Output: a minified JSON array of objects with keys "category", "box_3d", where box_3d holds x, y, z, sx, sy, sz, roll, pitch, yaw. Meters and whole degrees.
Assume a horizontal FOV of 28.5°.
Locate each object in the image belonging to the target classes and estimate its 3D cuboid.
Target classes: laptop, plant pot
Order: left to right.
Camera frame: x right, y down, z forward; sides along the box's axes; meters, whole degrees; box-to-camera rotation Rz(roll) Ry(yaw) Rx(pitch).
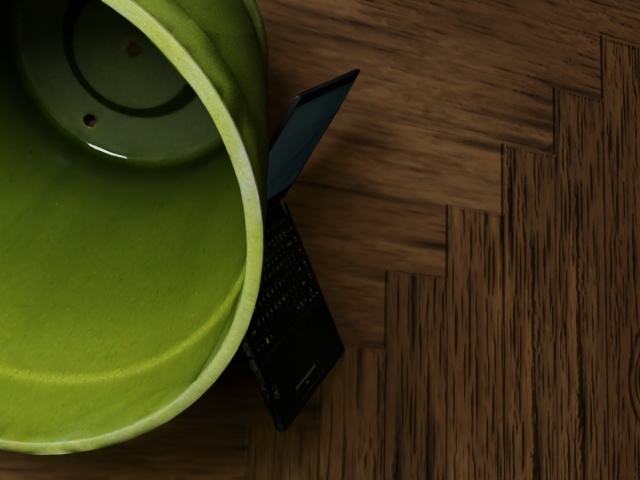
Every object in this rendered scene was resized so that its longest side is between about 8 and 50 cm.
[{"category":"plant pot","box_3d":[-0.186,-0.094,0.950,0.366,0.366,0.353,52,25,-17]},{"category":"laptop","box_3d":[0.000,0.000,1.149,0.264,0.136,0.234,68,19,-7]}]
